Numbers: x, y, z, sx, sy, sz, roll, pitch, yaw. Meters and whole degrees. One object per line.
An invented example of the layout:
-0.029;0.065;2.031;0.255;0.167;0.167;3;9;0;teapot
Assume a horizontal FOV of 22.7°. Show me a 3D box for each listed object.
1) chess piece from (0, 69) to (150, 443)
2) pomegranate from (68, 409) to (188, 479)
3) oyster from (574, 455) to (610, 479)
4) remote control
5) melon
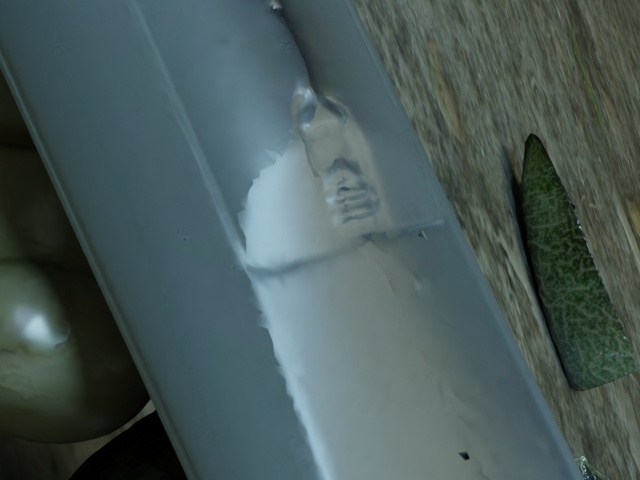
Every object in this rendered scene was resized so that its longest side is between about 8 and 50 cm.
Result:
-0.072;-0.076;0.520;0.139;0.124;0.307;65;21;-56;chess piece
-0.010;0.110;0.487;0.169;0.148;0.148;1;73;-75;pomegranate
0.170;0.201;1.026;0.098;0.037;0.100;54;42;2;oyster
0.000;0.000;0.419;0.109;0.055;0.313;-15;74;-39;remote control
0.183;0.014;1.175;0.098;0.054;0.182;-62;132;-70;melon
